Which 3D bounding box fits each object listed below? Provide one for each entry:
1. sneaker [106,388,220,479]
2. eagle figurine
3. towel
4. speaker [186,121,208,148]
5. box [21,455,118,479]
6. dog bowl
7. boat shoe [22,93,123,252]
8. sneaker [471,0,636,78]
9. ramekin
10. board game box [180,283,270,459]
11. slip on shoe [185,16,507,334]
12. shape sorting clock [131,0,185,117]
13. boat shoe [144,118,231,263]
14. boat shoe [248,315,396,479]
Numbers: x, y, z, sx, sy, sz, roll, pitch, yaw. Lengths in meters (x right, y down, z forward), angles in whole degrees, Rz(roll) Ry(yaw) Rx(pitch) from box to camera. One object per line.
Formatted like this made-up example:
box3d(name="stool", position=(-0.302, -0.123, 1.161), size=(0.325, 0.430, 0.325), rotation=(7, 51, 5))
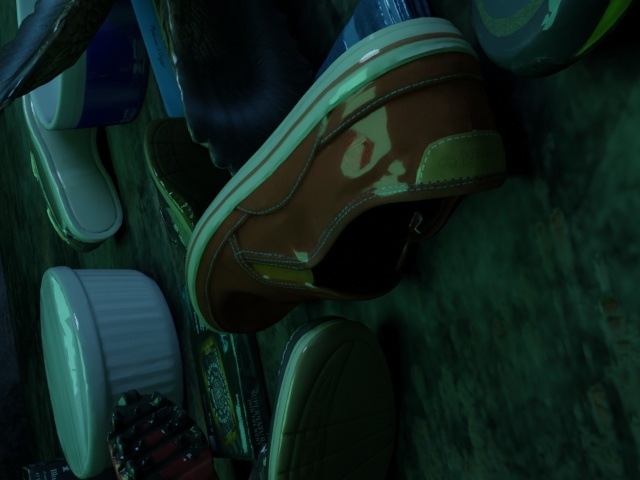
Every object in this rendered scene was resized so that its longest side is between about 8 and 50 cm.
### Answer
box3d(name="sneaker", position=(-0.133, 0.278, 0.814), size=(0.276, 0.097, 0.135), rotation=(47, 144, 26))
box3d(name="eagle figurine", position=(-0.125, -0.201, 0.568), size=(0.226, 0.225, 0.299), rotation=(14, 102, 47))
box3d(name="towel", position=(0.031, -0.114, 0.514), size=(0.119, 0.029, 0.067), rotation=(-49, 54, 55))
box3d(name="speaker", position=(-0.063, -0.091, 0.668), size=(0.136, 0.055, 0.055), rotation=(31, 123, 56))
box3d(name="box", position=(-0.362, 0.406, 1.240), size=(0.093, 0.158, 0.156), rotation=(-26, 74, 61))
box3d(name="dog bowl", position=(-0.306, -0.274, 1.016), size=(0.265, 0.104, 0.265), rotation=(26, 120, 57))
box3d(name="boat shoe", position=(-0.369, -0.131, 1.167), size=(0.091, 0.109, 0.305), rotation=(-33, 72, 54))
box3d(name="sneaker", position=(0.058, -0.215, 0.338), size=(0.111, 0.121, 0.300), rotation=(-15, 84, 62))
box3d(name="ramekin", position=(-0.270, 0.159, 1.041), size=(0.273, 0.127, 0.273), rotation=(25, 119, 58))
box3d(name="board game box", position=(-0.096, 0.125, 0.814), size=(0.126, 0.026, 0.186), rotation=(-23, 76, 61))
box3d(name="slip on shoe", position=(0.000, 0.000, 0.518), size=(0.331, 0.123, 0.101), rotation=(-45, 64, 52))
box3d(name="shape sorting clock", position=(-0.146, -0.208, 0.755), size=(0.206, 0.040, 0.206), rotation=(166, 90, -87))
box3d(name="boat shoe", position=(-0.115, -0.023, 0.755), size=(0.224, 0.080, 0.073), rotation=(57, 138, 31))
box3d(name="boat shoe", position=(-0.008, 0.180, 0.591), size=(0.092, 0.102, 0.286), rotation=(28, 127, 51))
